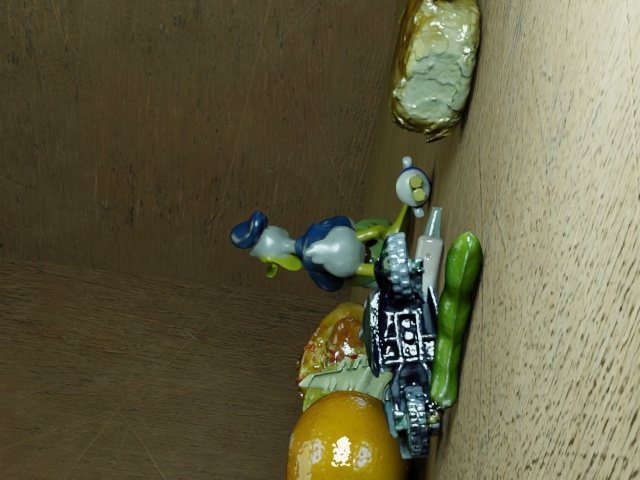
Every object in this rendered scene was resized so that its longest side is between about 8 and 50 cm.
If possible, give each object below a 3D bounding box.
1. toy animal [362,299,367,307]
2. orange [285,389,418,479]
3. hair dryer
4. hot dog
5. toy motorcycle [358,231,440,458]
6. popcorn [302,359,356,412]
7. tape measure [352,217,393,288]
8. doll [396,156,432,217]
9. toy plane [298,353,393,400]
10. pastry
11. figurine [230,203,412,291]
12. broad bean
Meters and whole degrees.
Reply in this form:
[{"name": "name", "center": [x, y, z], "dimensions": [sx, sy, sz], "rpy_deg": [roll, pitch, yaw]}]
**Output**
[{"name": "toy animal", "center": [0.113, 0.127, 2.109], "dimensions": [0.150, 0.089, 0.083], "rpy_deg": [106, 150, -66]}, {"name": "orange", "center": [0.042, 0.318, 1.644], "dimensions": [0.240, 0.171, 0.240], "rpy_deg": [5, -90, -86]}, {"name": "hair dryer", "center": [0.131, 0.070, 1.700], "dimensions": [0.195, 0.054, 0.220], "rpy_deg": [98, 180, -77]}, {"name": "hot dog", "center": [0.043, 0.252, 2.392], "dimensions": [0.153, 0.150, 0.256], "rpy_deg": [-6, -74, -57]}, {"name": "toy motorcycle", "center": [0.102, 0.131, 1.499], "dimensions": [0.159, 0.106, 0.270], "rpy_deg": [87, 179, -72]}, {"name": "popcorn", "center": [0.053, 0.293, 2.226], "dimensions": [0.173, 0.173, 0.142], "rpy_deg": [-84, -21, -52]}, {"name": "tape measure", "center": [0.075, 0.031, 2.564], "dimensions": [0.200, 0.175, 0.106], "rpy_deg": [-93, 6, -59]}, {"name": "doll", "center": [0.147, -0.084, 1.981], "dimensions": [0.143, 0.058, 0.099], "rpy_deg": [-68, -36, -87]}, {"name": "toy plane", "center": [0.071, 0.235, 1.823], "dimensions": [0.092, 0.229, 0.244], "rpy_deg": [5, 54, 52]}, {"name": "pastry", "center": [0.147, -0.241, 1.611], "dimensions": [0.218, 0.100, 0.229], "rpy_deg": [-109, 31, -81]}, {"name": "figurine", "center": [0.000, 0.000, 2.344], "dimensions": [0.283, 0.338, 0.204], "rpy_deg": [7, -87, -80]}, {"name": "broad bean", "center": [0.140, 0.090, 1.320], "dimensions": [0.069, 0.039, 0.227], "rpy_deg": [-66, -17, -70]}]
